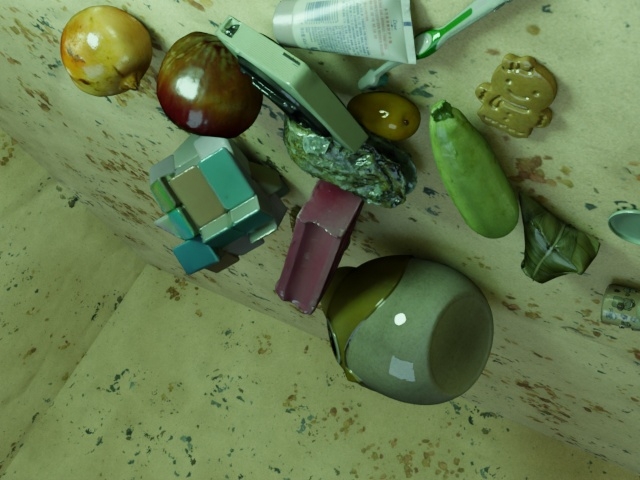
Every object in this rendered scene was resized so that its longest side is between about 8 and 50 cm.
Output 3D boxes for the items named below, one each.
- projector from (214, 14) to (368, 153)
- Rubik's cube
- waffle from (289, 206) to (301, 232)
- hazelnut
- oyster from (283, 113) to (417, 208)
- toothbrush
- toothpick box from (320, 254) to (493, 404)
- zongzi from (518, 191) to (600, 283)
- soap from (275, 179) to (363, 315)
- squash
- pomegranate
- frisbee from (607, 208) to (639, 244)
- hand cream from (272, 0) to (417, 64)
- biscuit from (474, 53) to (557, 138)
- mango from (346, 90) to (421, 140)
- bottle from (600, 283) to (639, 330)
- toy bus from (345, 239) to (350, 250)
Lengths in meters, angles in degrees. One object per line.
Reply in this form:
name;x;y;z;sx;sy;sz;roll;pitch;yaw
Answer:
projector;-0.055;-0.286;1.191;0.257;0.079;0.259;42;-176;34
Rubik's cube;-0.291;-0.114;1.750;0.387;0.358;0.368;49;-166;-42
waffle;-0.045;-0.045;1.981;0.103;0.042;0.148;27;160;13
hazelnut;-0.242;-0.335;1.345;0.251;0.217;0.217;46;172;34
oyster;0.049;-0.196;1.376;0.351;0.158;0.162;33;119;13
toothbrush;0.172;-0.320;1.014;0.040;0.042;0.418;-5;175;-25
toothpick box;0.225;0.245;1.769;0.425;0.408;0.409;12;154;49
zongzi;0.451;-0.001;1.341;0.204;0.094;0.205;41;162;1
soap;0.000;0.000;1.607;0.128;0.233;0.359;26;141;5
squash;0.284;-0.134;1.207;0.118;0.118;0.370;9;150;44
pomegranate;-0.490;-0.431;1.440;0.209;0.209;0.209;26;160;10
frisbee;0.597;-0.025;1.177;0.110;0.014;0.110;26;159;11
hand cream;0.041;-0.365;1.050;0.248;0.083;0.133;13;137;27
biscuit;0.327;-0.231;1.041;0.134;0.027;0.184;32;160;-2
mango;0.116;-0.247;1.210;0.102;0.084;0.184;9;-164;-40
bottle;0.696;0.154;1.362;0.152;0.098;0.099;13;154;31
toy bus;0.036;-0.028;1.842;0.103;0.091;0.182;23;156;13
